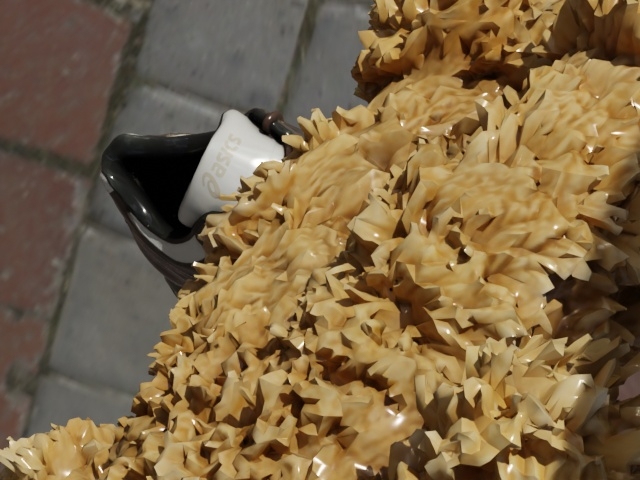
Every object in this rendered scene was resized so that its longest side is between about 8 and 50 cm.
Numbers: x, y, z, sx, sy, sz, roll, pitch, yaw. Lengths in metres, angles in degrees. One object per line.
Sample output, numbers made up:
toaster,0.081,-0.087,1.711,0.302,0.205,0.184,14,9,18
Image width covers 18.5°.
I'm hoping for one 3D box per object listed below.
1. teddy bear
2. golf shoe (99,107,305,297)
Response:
teddy bear,-0.006,0.055,0.446,0.113,0.245,0.338,36,92,-31
golf shoe,0.000,0.000,0.694,0.094,0.198,0.077,43,61,-43
